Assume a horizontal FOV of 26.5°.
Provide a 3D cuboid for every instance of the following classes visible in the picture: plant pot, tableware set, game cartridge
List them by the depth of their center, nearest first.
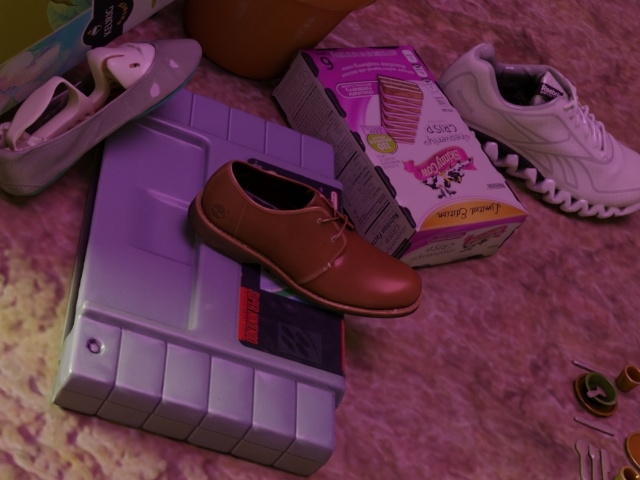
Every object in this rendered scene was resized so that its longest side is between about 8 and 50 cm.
[{"bbox_3d":[-0.088,0.014,1.147,0.230,0.068,0.355,16,44,-16],"label":"game cartridge"},{"bbox_3d":[0.287,0.177,1.275,0.104,0.024,0.154,23,42,-15],"label":"tableware set"},{"bbox_3d":[-0.043,-0.268,1.342,0.205,0.188,0.205,19,44,-19],"label":"plant pot"}]

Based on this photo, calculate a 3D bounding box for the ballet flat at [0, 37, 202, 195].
[{"bbox_3d":[-0.187,-0.120,1.128,0.213,0.068,0.072,-41,44,-19],"label":"ballet flat"}]

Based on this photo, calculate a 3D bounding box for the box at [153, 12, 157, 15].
[{"bbox_3d":[-0.239,-0.329,1.325,0.153,0.108,0.207,-2,53,-35],"label":"box"}]

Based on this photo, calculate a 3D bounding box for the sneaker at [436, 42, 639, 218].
[{"bbox_3d":[0.249,-0.115,1.456,0.292,0.118,0.110,21,41,-19],"label":"sneaker"}]

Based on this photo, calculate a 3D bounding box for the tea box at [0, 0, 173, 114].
[{"bbox_3d":[-0.322,-0.283,1.066,0.323,0.220,0.329,-40,78,-23],"label":"tea box"}]

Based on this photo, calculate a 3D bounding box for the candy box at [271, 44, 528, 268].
[{"bbox_3d":[0.077,-0.086,1.342,0.159,0.071,0.233,-9,58,-40],"label":"candy box"}]

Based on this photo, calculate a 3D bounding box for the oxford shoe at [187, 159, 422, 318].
[{"bbox_3d":[0.000,0.000,1.121,0.212,0.076,0.076,25,40,-15],"label":"oxford shoe"}]
